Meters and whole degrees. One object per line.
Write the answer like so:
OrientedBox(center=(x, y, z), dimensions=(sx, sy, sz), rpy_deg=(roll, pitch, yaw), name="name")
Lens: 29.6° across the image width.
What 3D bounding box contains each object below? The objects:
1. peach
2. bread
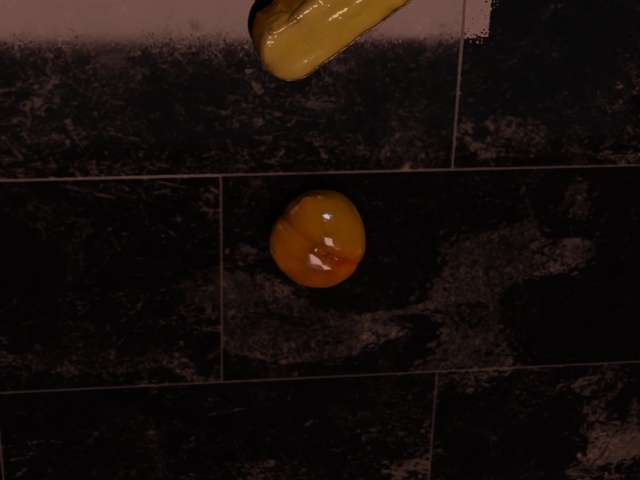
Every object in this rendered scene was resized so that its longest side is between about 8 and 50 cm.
OrientedBox(center=(0.000, 0.000, 1.695), dimensions=(0.138, 0.138, 0.138), rpy_deg=(-3, 114, -8), name="peach")
OrientedBox(center=(0.022, -0.306, 1.587), dimensions=(0.245, 0.094, 0.102), rpy_deg=(-35, 123, 8), name="bread")
